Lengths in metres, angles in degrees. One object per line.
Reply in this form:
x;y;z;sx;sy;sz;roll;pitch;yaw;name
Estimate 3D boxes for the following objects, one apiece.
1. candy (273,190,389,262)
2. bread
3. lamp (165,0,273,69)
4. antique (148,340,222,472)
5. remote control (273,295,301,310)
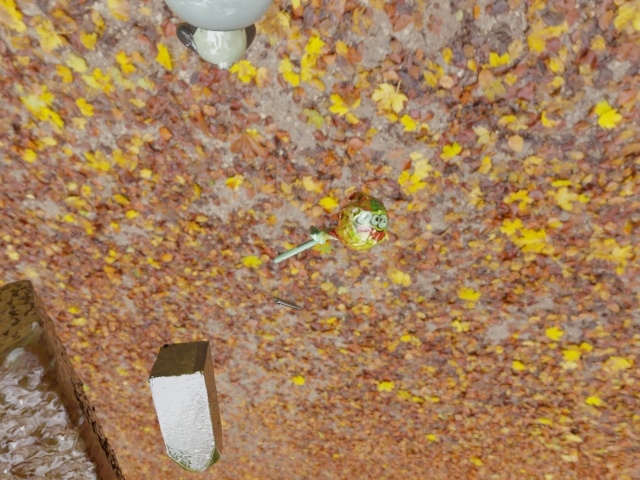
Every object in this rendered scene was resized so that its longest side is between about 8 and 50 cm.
0.000;0.000;0.493;0.060;0.061;0.200;38;144;-23;candy
-0.250;0.233;0.356;0.113;0.165;0.417;33;135;36;bread
-0.171;-0.419;0.717;0.197;0.198;0.244;19;156;-4;lamp
-0.209;0.279;0.693;0.081;0.080;0.221;-4;113;-4;antique
-0.084;0.159;1.066;0.034;0.016;0.091;32;-179;41;remote control
